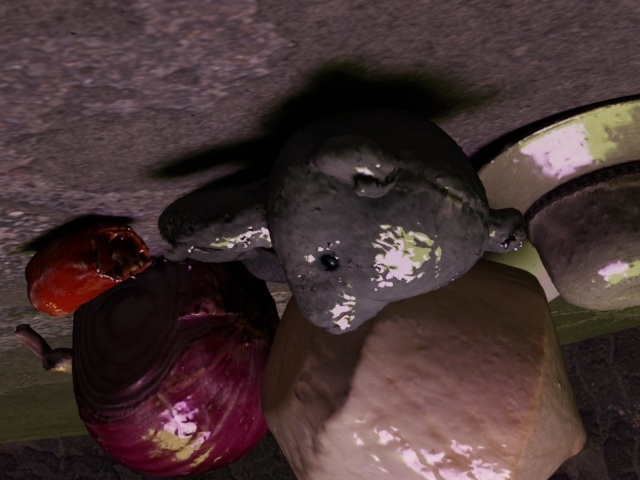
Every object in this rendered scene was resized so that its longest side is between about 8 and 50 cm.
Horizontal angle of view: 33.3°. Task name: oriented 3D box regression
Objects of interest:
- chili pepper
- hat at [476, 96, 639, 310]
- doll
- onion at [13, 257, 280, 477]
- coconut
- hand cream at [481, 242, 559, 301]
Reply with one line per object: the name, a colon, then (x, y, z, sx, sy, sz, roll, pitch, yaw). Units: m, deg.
chili pepper: (-0.216, 0.025, 0.961, 0.123, 0.073, 0.070, -23, 120, 35)
hat: (0.266, -0.007, 0.971, 0.257, 0.130, 0.257, -9, 155, -4)
doll: (0.001, 0.007, 0.858, 0.246, 0.158, 0.340, 11, 159, -35)
onion: (-0.150, 0.144, 1.182, 0.256, 0.230, 0.272, -1, 156, -39)
coconut: (0.114, 0.145, 1.047, 0.329, 0.328, 0.329, -11, 167, -2)
hand cream: (0.264, 0.010, 1.225, 0.186, 0.118, 0.359, 4, 153, -35)
